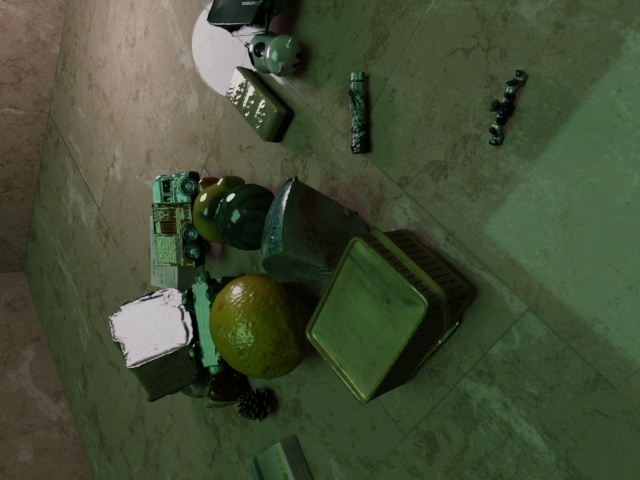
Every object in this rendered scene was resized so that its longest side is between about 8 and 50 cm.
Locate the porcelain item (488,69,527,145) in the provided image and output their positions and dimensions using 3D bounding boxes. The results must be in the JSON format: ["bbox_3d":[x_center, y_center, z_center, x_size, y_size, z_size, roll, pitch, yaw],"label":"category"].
[{"bbox_3d":[0.321,-0.237,0.844,0.021,0.075,0.136,32,116,40],"label":"porcelain item"}]

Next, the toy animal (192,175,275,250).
[{"bbox_3d":[-0.257,-0.072,1.358,0.338,0.191,0.215,16,117,45],"label":"toy animal"}]

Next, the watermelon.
[{"bbox_3d":[0.000,0.000,1.104,0.259,0.387,0.228,16,79,6],"label":"watermelon"}]

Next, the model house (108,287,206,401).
[{"bbox_3d":[-0.512,0.356,1.541,0.298,0.244,0.284,50,152,46],"label":"model house"}]

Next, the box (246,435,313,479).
[{"bbox_3d":[-0.079,0.754,1.337,0.200,0.065,0.343,-44,63,37],"label":"box"}]

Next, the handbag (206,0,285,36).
[{"bbox_3d":[-0.163,-0.701,1.242,0.239,0.089,0.326,26,96,45],"label":"handbag"}]

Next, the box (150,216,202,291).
[{"bbox_3d":[-0.513,0.041,1.687,0.195,0.111,0.260,5,98,43],"label":"box"}]

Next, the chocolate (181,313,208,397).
[{"bbox_3d":[-0.485,0.418,1.706,0.185,0.101,0.303,-6,92,42],"label":"chocolate"}]

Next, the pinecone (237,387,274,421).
[{"bbox_3d":[-0.192,0.488,1.398,0.102,0.109,0.102,2,93,43],"label":"pinecone"}]

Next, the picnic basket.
[{"bbox_3d":[0.142,0.148,0.994,0.228,0.175,0.312,46,128,32],"label":"picnic basket"}]

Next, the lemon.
[{"bbox_3d":[-0.157,0.217,1.238,0.310,0.258,0.257,37,118,36],"label":"lemon"}]

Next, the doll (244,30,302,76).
[{"bbox_3d":[-0.117,-0.488,1.247,0.181,0.107,0.110,32,114,42],"label":"doll"}]

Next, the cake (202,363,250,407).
[{"bbox_3d":[-0.334,0.411,1.519,0.112,0.135,0.245,-41,65,41],"label":"cake"}]

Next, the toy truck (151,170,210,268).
[{"bbox_3d":[-0.452,-0.067,1.517,0.163,0.136,0.305,-2,96,1],"label":"toy truck"}]

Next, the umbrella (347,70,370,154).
[{"bbox_3d":[0.089,-0.294,1.095,0.046,0.050,0.188,1,94,24],"label":"umbrella"}]

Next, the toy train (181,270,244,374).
[{"bbox_3d":[-0.299,0.240,1.425,0.120,0.202,0.300,-16,82,27],"label":"toy train"}]

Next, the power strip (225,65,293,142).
[{"bbox_3d":[-0.182,-0.391,1.348,0.256,0.070,0.105,52,126,31],"label":"power strip"}]
